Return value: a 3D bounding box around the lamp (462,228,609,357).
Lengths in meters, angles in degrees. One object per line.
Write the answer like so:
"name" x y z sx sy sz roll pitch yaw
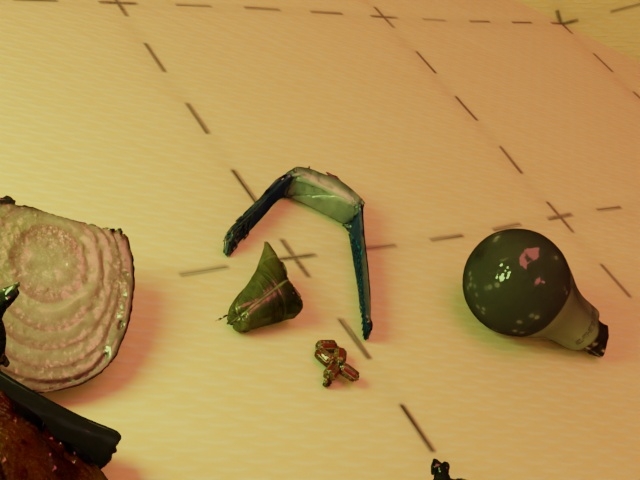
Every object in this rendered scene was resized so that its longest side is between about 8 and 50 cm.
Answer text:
"lamp" 0.376 0.116 1.740 0.314 0.182 0.182 44 35 -11

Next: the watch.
"watch" 0.012 0.003 1.692 0.276 0.068 0.274 32 37 3

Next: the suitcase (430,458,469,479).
"suitcase" 0.206 0.403 1.285 0.194 0.143 0.234 21 38 -11

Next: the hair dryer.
"hair dryer" -0.325 0.142 1.075 0.304 0.359 0.120 24 54 -14

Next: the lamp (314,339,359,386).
"lamp" 0.017 0.179 1.522 0.063 0.031 0.083 4 40 -33

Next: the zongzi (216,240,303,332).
"zongzi" -0.114 0.071 1.524 0.154 0.062 0.130 -14 71 -34

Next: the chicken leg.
"chicken leg" -0.276 0.267 1.054 0.322 0.083 0.177 53 7 -37

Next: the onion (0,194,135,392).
"onion" -0.376 0.084 1.320 0.250 0.111 0.247 18 59 -32
